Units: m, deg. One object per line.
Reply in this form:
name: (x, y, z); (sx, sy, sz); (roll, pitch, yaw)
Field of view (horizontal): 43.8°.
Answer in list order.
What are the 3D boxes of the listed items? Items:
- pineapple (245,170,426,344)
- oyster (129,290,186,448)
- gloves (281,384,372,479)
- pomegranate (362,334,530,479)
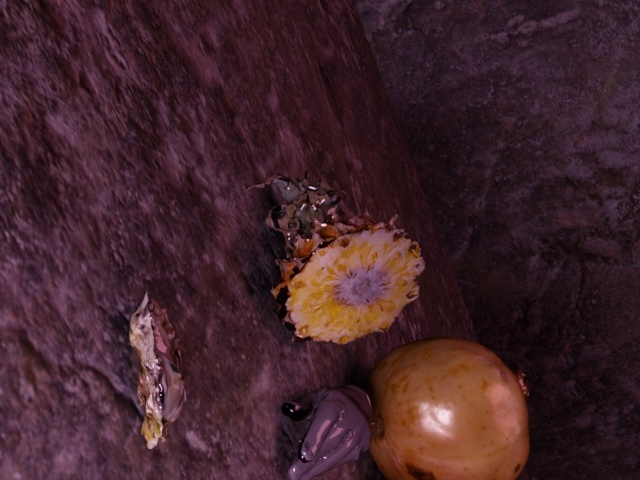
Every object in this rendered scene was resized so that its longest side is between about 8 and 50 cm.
pineapple: (0.000, 0.000, 1.312); (0.262, 0.262, 0.272); (56, 2, -44)
oyster: (-0.175, 0.133, 0.849); (0.108, 0.053, 0.166); (95, -17, -58)
gloves: (0.014, 0.281, 1.236); (0.142, 0.119, 0.285); (43, 21, 6)
pomegranate: (0.253, 0.328, 1.491); (0.342, 0.342, 0.343); (-16, 90, -72)
